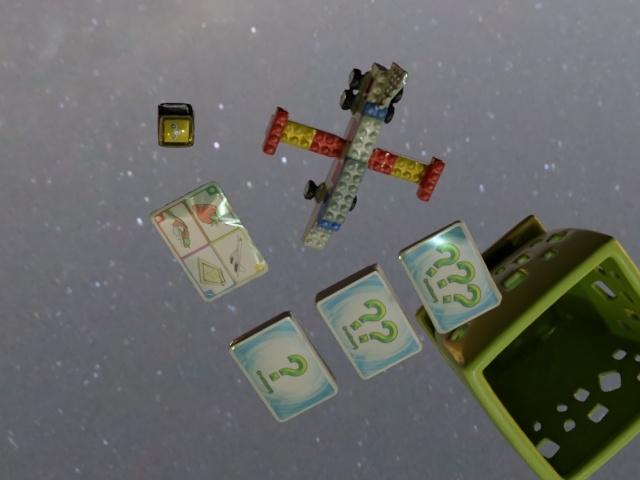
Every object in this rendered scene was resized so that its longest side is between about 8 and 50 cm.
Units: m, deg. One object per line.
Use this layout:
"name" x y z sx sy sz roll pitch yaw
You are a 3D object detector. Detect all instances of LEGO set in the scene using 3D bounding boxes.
"LEGO set" 0.000 0.000 0.615 0.182 0.244 0.060 -28 -152 3

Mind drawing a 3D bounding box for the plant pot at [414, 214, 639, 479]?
"plant pot" 0.259 0.116 1.153 0.227 0.228 0.207 -40 -155 -4
